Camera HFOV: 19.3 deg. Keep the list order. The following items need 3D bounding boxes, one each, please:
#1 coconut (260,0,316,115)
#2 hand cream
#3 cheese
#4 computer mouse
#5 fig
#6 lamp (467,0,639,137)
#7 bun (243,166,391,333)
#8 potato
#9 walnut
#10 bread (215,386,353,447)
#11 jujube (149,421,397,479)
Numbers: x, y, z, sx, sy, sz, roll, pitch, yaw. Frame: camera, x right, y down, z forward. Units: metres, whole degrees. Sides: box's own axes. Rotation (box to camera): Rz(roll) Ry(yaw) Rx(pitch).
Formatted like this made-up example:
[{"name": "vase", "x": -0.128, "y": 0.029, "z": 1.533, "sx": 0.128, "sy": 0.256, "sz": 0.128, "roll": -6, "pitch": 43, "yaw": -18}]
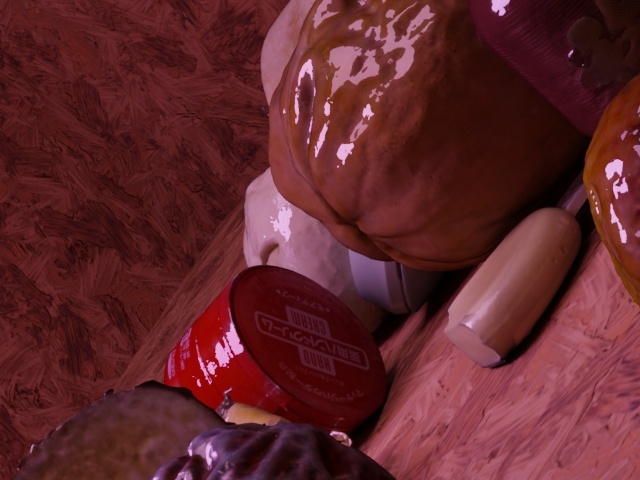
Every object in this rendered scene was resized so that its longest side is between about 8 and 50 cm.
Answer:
[{"name": "coconut", "x": 0.087, "y": -0.224, "z": 2.376, "sx": 0.323, "sy": 0.323, "sz": 0.323, "roll": -50, "pitch": 8, "yaw": 9}, {"name": "hand cream", "x": -0.044, "y": 0.131, "z": 1.811, "sx": 0.125, "sy": 0.193, "sz": 0.193, "roll": -49, "pitch": 8, "yaw": 32}, {"name": "cheese", "x": 0.190, "y": -0.002, "z": 1.582, "sx": 0.255, "sy": 0.050, "sz": 0.127, "roll": -53, "pitch": 6, "yaw": -20}, {"name": "computer mouse", "x": 0.107, "y": -0.031, "z": 1.949, "sx": 0.097, "sy": 0.159, "sz": 0.288, "roll": -1, "pitch": 23, "yaw": 21}, {"name": "fig", "x": 0.227, "y": -0.004, "z": 1.137, "sx": 0.159, "sy": 0.159, "sz": 0.257, "roll": -55, "pitch": -13, "yaw": -23}, {"name": "lamp", "x": 0.223, "y": -0.190, "z": 1.482, "sx": 0.180, "sy": 0.258, "sz": 0.180, "roll": -44, "pitch": 14, "yaw": 14}, {"name": "bun", "x": 0.000, "y": 0.000, "z": 2.025, "sx": 0.160, "sy": 0.259, "sz": 0.259, "roll": -4, "pitch": 28, "yaw": 19}, {"name": "potato", "x": -0.119, "y": 0.294, "z": 1.421, "sx": 0.289, "sy": 0.301, "sz": 0.237, "roll": -20, "pitch": -27, "yaw": -19}, {"name": "walnut", "x": 0.118, "y": -0.144, "z": 1.703, "sx": 0.344, "sy": 0.306, "sz": 0.306, "roll": -49, "pitch": 7, "yaw": -14}, {"name": "bread", "x": -0.035, "y": 0.215, "z": 1.569, "sx": 0.152, "sy": 0.147, "sz": 0.127, "roll": -59, "pitch": 21, "yaw": -5}, {"name": "jujube", "x": -0.064, "y": 0.271, "z": 1.169, "sx": 0.317, "sy": 0.226, "sz": 0.226, "roll": -56, "pitch": 9, "yaw": -22}]
